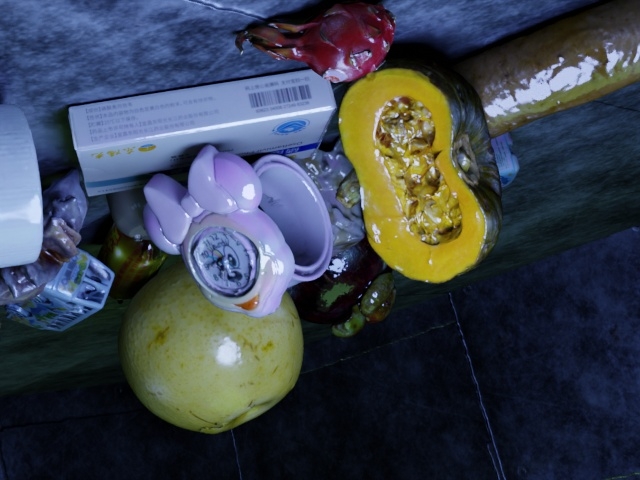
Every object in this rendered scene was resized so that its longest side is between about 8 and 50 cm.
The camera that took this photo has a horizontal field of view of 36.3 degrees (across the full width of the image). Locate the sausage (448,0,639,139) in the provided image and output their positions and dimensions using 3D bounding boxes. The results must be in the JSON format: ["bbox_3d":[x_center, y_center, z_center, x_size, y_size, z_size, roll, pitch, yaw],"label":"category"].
[{"bbox_3d":[0.315,-0.233,1.370,0.501,0.123,0.136,-21,164,25],"label":"sausage"}]

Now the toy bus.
[{"bbox_3d":[-0.491,0.095,1.817,0.136,0.109,0.329,27,157,-20],"label":"toy bus"}]

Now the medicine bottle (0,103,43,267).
[{"bbox_3d":[-0.513,-0.047,1.076,0.371,0.211,0.211,-7,166,-27],"label":"medicine bottle"}]

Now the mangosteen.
[{"bbox_3d":[0.029,0.048,1.918,0.288,0.288,0.288,-13,168,-3],"label":"mangosteen"}]

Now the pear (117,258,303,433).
[{"bbox_3d":[-0.199,0.185,1.786,0.348,0.348,0.348,-13,168,-3],"label":"pear"}]

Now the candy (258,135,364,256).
[{"bbox_3d":[-0.020,-0.061,1.653,0.137,0.185,0.195,-3,169,-23],"label":"candy"}]

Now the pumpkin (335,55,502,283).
[{"bbox_3d":[0.121,-0.100,1.354,0.222,0.317,0.139,-9,-156,29],"label":"pumpkin"}]

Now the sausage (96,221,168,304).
[{"bbox_3d":[-0.334,0.020,1.760,0.117,0.125,0.317,-8,166,-21],"label":"sausage"}]

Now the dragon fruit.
[{"bbox_3d":[-0.003,-0.226,1.144,0.190,0.094,0.094,-9,168,1],"label":"dragon fruit"}]

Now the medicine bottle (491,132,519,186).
[{"bbox_3d":[0.260,-0.134,1.805,0.188,0.094,0.119,-13,169,-3],"label":"medicine bottle"}]

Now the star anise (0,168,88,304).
[{"bbox_3d":[-0.411,-0.004,1.435,0.093,0.229,0.236,29,166,-26],"label":"star anise"}]

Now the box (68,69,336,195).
[{"bbox_3d":[-0.163,-0.147,1.350,0.343,0.065,0.200,-11,168,-12],"label":"box"}]

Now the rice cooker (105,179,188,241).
[{"bbox_3d":[-0.226,-0.066,1.502,0.206,0.127,0.145,2,163,-26],"label":"rice cooker"}]

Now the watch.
[{"bbox_3d":[-0.106,-0.030,1.405,0.211,0.248,0.217,-23,-168,34],"label":"watch"}]
